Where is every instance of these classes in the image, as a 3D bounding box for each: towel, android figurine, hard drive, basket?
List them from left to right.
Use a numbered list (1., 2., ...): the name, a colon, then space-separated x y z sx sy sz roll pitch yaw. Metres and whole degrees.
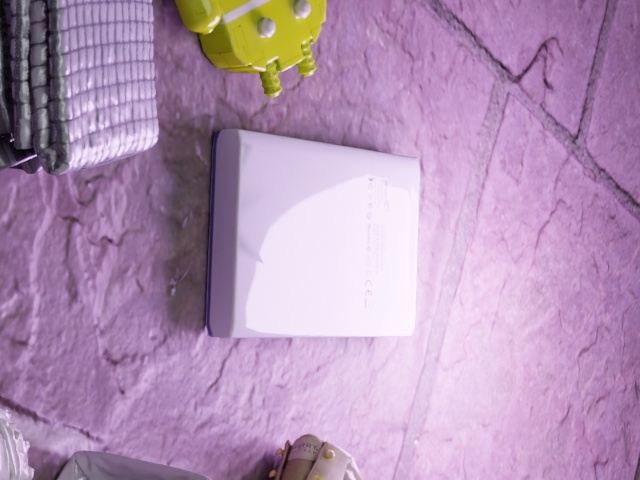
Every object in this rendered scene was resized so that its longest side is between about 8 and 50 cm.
1. towel: -0.225 -0.199 1.210 0.235 0.121 0.283 -39 129 -73
2. basket: -0.161 0.269 1.309 0.113 0.167 0.103 -61 138 -31
3. android figurine: -0.069 -0.284 1.499 0.248 0.056 0.272 -35 116 -46
4. hard drive: 0.000 0.000 1.602 0.319 0.040 0.210 4 87 -52

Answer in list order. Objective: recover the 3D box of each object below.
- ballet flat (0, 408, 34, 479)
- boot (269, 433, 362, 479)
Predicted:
1. ballet flat: -0.316 0.173 1.075 0.409 0.147 0.147 13 80 -62
2. boot: -0.051 0.287 1.501 0.262 0.095 0.203 42 59 -46
